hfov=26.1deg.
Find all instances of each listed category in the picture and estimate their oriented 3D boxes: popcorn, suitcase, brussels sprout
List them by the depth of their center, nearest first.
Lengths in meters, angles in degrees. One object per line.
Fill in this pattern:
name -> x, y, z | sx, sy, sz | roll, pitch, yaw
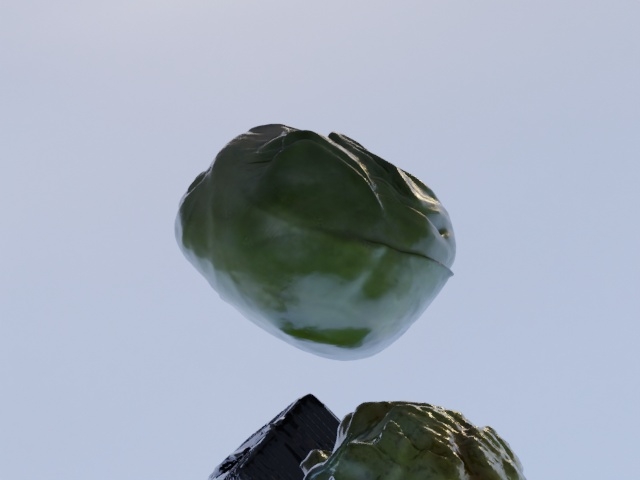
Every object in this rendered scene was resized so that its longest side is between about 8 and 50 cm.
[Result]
popcorn -> 0.038, 0.198, 0.811 | 0.212, 0.198, 0.198 | -31, -159, -10
suitcase -> 0.025, 0.350, 1.545 | 0.152, 0.335, 0.229 | -43, 178, -34
brussels sprout -> 0.000, 0.000, 1.559 | 0.247, 0.328, 0.328 | -49, -164, 11
